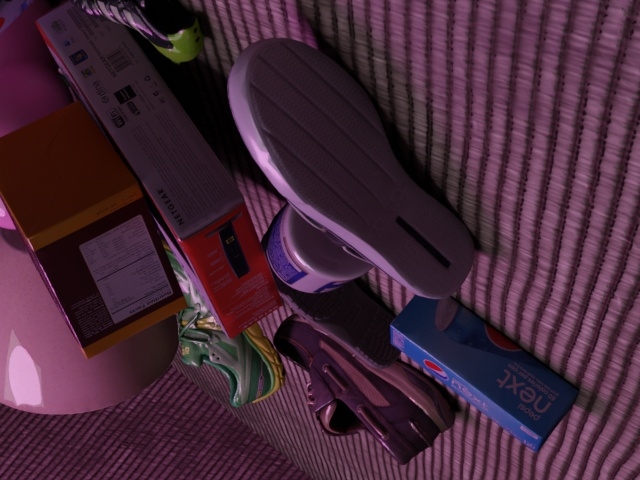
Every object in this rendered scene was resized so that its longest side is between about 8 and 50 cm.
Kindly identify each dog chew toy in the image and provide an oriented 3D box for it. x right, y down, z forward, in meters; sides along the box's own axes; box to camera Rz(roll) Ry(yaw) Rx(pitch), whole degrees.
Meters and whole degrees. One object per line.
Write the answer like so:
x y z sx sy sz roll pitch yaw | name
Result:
-0.392 -0.165 1.614 0.206 0.207 0.331 121 129 -75 | dog chew toy

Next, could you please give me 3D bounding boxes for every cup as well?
-0.388 0.069 2.023 0.331 0.331 0.237 31 136 35 | cup

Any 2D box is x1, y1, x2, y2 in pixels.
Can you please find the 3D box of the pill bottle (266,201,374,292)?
0.000 0.000 1.450 0.112 0.112 0.187 42 165 -4 | pill bottle

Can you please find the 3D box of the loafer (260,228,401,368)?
0.001 0.074 1.692 0.251 0.094 0.087 48 160 -25 | loafer

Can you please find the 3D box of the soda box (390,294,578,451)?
0.180 0.140 1.479 0.210 0.071 0.067 37 164 16 | soda box

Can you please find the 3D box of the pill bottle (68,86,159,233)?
-0.279 -0.109 1.810 0.221 0.124 0.124 42 165 -4 | pill bottle

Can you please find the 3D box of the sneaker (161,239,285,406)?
-0.171 0.127 1.995 0.295 0.123 0.109 54 168 -6 | sneaker

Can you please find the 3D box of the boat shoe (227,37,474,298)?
0.010 -0.057 1.241 0.119 0.121 0.335 14 152 51 | boat shoe

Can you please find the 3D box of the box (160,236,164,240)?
-0.420 0.078 2.391 0.177 0.279 0.290 35 164 20 | box

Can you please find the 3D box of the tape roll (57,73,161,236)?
-0.350 -0.127 2.029 0.321 0.077 0.321 38 166 12 | tape roll

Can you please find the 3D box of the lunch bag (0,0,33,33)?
-0.437 -0.317 1.374 0.303 0.243 0.115 41 166 2 | lunch bag

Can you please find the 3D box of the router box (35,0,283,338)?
-0.180 -0.082 1.538 0.335 0.082 0.301 54 171 24 | router box

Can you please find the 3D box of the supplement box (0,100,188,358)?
-0.266 -0.013 1.480 0.191 0.129 0.194 49 162 45 | supplement box

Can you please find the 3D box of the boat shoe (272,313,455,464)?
0.034 0.215 1.939 0.355 0.130 0.132 24 157 48 | boat shoe

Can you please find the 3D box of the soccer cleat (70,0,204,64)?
-0.193 -0.246 1.351 0.179 0.060 0.072 31 154 12 | soccer cleat
